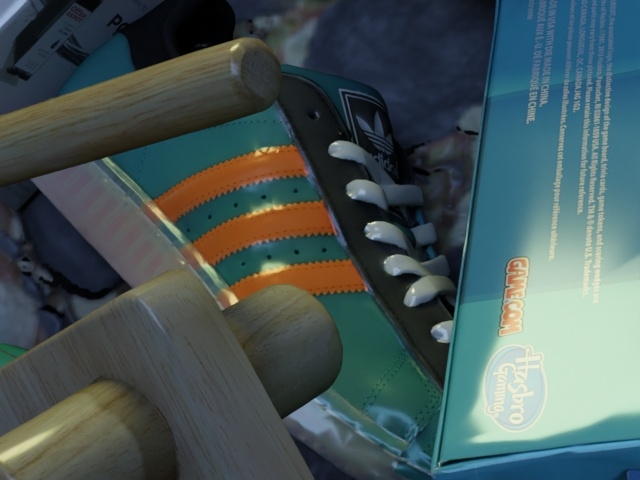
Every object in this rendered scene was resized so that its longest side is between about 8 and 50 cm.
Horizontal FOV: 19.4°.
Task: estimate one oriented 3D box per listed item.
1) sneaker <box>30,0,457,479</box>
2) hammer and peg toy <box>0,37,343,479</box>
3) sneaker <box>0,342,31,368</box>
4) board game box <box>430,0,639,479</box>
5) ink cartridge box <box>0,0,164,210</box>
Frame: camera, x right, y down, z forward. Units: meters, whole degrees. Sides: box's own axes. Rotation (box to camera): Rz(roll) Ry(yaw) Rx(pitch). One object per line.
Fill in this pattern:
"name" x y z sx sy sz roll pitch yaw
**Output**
"sneaker" 0.000 0.000 0.734 0.302 0.108 0.121 41 93 31
"hammer and peg toy" -0.076 0.109 0.580 0.266 0.127 0.361 -28 90 48
"sneaker" -0.183 0.042 0.782 0.178 0.124 0.295 -8 74 24
"board game box" 0.218 -0.013 0.608 0.336 0.079 0.254 -9 40 19
"ink cartridge box" -0.125 -0.093 0.828 0.135 0.099 0.056 -46 60 1
